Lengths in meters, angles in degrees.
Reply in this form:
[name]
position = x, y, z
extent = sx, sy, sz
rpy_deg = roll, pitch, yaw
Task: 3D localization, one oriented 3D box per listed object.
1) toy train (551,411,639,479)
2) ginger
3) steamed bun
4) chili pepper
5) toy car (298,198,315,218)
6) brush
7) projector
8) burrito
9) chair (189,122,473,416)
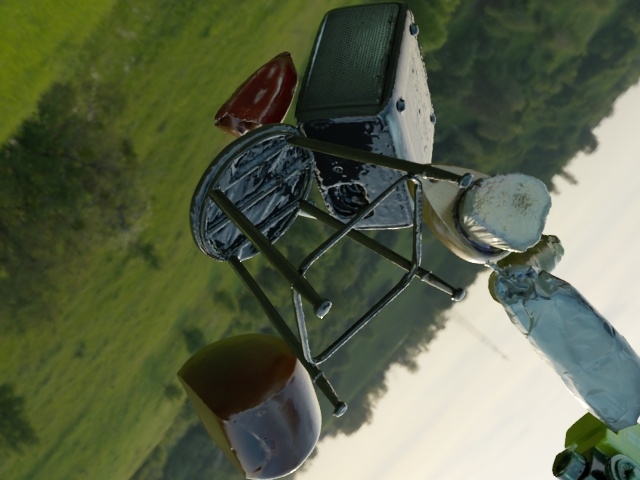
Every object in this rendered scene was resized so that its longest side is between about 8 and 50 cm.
[toy train]
position = 0.644, 0.502, 1.597
extent = 0.179, 0.442, 0.272
rpy_deg = -52, -178, 37
[ginger]
position = 0.469, 0.059, 1.912
extent = 0.263, 0.117, 0.109
rpy_deg = -32, 144, -49
[steamed bun]
position = -0.138, 0.351, 1.856
extent = 0.248, 0.234, 0.379
rpy_deg = -29, -159, -19
[chili pepper]
position = -0.122, -0.340, 1.908
extent = 0.252, 0.136, 0.144
rpy_deg = -59, -170, -20
[toy car]
position = -0.095, -0.104, 1.989
extent = 0.056, 0.205, 0.095
rpy_deg = -67, -160, 1
[brush]
position = 0.292, -0.074, 1.607
extent = 0.174, 0.267, 0.166
rpy_deg = -59, -178, -17
[projector]
position = 0.126, -0.292, 1.945
extent = 0.395, 0.242, 0.405
rpy_deg = 66, 28, -46
[burrito]
position = 0.444, 0.170, 1.468
extent = 0.139, 0.445, 0.101
rpy_deg = -39, -159, 15
[chair]
position = 0.000, 0.000, 1.531
extent = 0.365, 0.410, 0.361
rpy_deg = -40, 148, -22
